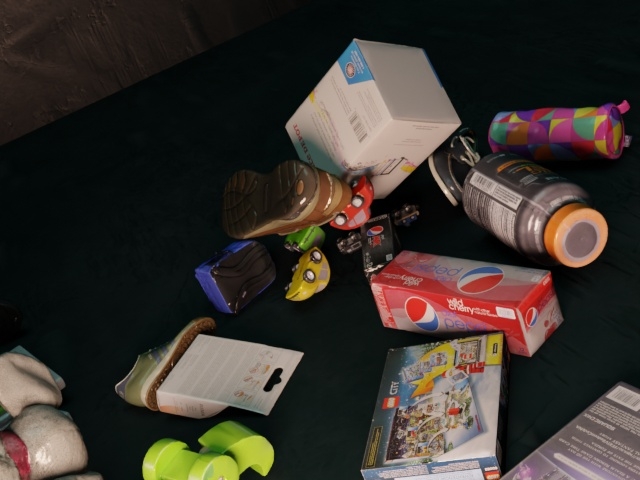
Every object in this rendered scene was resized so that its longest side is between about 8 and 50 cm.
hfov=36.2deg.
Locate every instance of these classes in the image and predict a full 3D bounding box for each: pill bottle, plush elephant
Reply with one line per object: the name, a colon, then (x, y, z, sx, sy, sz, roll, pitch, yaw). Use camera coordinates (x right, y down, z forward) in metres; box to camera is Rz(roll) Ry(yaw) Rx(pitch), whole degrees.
pill bottle: (0.320, -0.042, 1.452, 0.130, 0.131, 0.245, -27, 27, -10)
plush elephant: (-0.426, 0.299, 1.276, 0.330, 0.255, 0.272, -44, 58, 31)

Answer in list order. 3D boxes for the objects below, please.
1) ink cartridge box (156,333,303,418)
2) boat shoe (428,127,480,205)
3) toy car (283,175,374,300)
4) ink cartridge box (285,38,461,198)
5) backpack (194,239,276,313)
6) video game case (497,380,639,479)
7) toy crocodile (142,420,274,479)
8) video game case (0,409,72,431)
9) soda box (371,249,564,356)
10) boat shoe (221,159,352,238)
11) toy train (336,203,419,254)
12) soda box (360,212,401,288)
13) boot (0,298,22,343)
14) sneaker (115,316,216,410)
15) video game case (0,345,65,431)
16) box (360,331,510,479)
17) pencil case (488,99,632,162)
ink cartridge box: (-0.131, 0.207, 1.448, 0.179, 0.045, 0.145, 10, 35, 18)
boat shoe: (0.249, -0.138, 1.744, 0.079, 0.095, 0.254, -26, 14, 18)
toy car: (0.000, 0.000, 1.667, 0.239, 0.053, 0.225, -57, 18, -8)
ink cartridge box: (0.086, -0.201, 1.695, 0.168, 0.171, 0.232, -3, -30, -40)
backpack: (-0.146, 0.052, 1.674, 0.120, 0.098, 0.101, -37, 26, -27)
video game case: (0.292, 0.260, 1.011, 0.274, 0.026, 0.196, -33, 28, -20)
toy crocodile: (-0.186, 0.341, 1.158, 0.115, 0.105, 0.340, 3, 40, 41)
video game case: (-0.516, 0.329, 1.512, 0.193, 0.023, 0.212, 2, 35, 40)
soda box: (0.198, 0.082, 1.361, 0.263, 0.084, 0.092, 8, 39, 46)
boat shoe: (-0.063, -0.059, 1.656, 0.119, 0.123, 0.324, 8, -6, -31)
toy train: (0.102, -0.018, 1.686, 0.158, 0.036, 0.027, -27, 17, -5)
soda box: (0.100, 0.022, 1.580, 0.053, 0.060, 0.169, -20, 26, 11)
boot: (-0.693, 0.141, 1.929, 0.246, 0.094, 0.207, -26, 29, 6)
sneaker: (-0.247, 0.184, 1.530, 0.086, 0.064, 0.192, 2, 37, 32)
video game case: (-0.536, 0.257, 1.610, 0.183, 0.023, 0.201, -35, 29, -25)
box: (0.148, 0.208, 1.200, 0.159, 0.044, 0.233, -12, 27, 20)
pencil case: (0.413, -0.185, 1.696, 0.236, 0.104, 0.104, 0, 33, 38)
